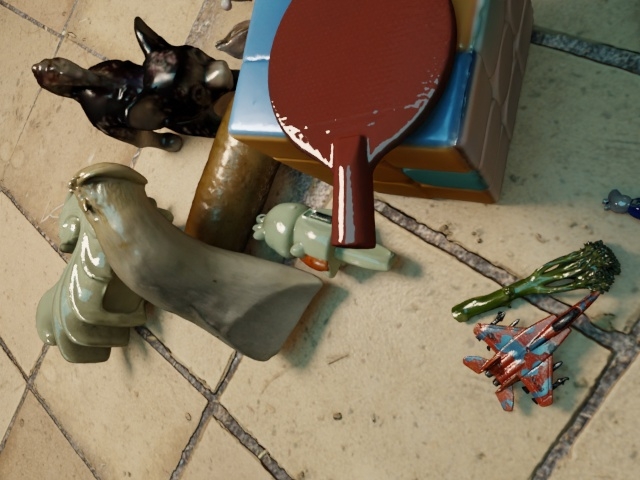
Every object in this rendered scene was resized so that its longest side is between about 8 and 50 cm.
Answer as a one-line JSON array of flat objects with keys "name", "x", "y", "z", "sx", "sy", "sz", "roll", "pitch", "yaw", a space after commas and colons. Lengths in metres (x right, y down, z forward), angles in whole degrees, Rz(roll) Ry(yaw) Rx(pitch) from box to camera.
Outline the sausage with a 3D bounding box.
[{"name": "sausage", "x": -0.138, "y": -0.114, "z": 0.820, "sx": 0.136, "sy": 0.123, "sz": 0.500, "roll": 38, "pitch": 110, "yaw": 34}]

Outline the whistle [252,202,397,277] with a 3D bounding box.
[{"name": "whistle", "x": 0.001, "y": -0.002, "z": 0.750, "sx": 0.253, "sy": 0.105, "sz": 0.101, "roll": 17, "pitch": 67, "yaw": 25}]

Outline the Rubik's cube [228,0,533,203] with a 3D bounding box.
[{"name": "Rubik's cube", "x": 0.098, "y": -0.226, "z": 0.622, "sx": 0.292, "sy": 0.291, "sz": 0.290, "roll": 9, "pitch": 87, "yaw": 30}]

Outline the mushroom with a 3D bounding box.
[{"name": "mushroom", "x": -0.209, "y": 0.033, "z": 0.730, "sx": 0.177, "sy": 0.397, "sz": 0.126, "roll": -56, "pitch": 17, "yaw": 12}]

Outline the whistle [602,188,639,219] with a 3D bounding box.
[{"name": "whistle", "x": 0.397, "y": -0.042, "z": 0.579, "sx": 0.083, "sy": 0.029, "sz": 0.033, "roll": 24, "pitch": 79, "yaw": 37}]

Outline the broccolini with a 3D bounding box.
[{"name": "broccolini", "x": 0.283, "y": 0.070, "z": 0.624, "sx": 0.216, "sy": 0.058, "sz": 0.067, "roll": -34, "pitch": 27, "yaw": 29}]

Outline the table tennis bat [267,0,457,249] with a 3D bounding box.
[{"name": "table tennis bat", "x": 0.032, "y": -0.146, "z": 0.459, "sx": 0.201, "sy": 0.038, "sz": 0.309, "roll": -4, "pitch": 81, "yaw": 29}]

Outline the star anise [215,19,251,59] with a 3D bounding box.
[{"name": "star anise", "x": -0.075, "y": -0.379, "z": 0.850, "sx": 0.172, "sy": 0.063, "sz": 0.208, "roll": 22, "pitch": 64, "yaw": 27}]

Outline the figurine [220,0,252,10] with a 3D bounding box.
[{"name": "figurine", "x": -0.101, "y": -0.554, "z": 0.871, "sx": 0.274, "sy": 0.194, "sz": 0.133, "roll": -37, "pitch": 85, "yaw": -22}]

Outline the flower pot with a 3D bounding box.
[{"name": "flower pot", "x": -0.454, "y": 0.069, "z": 0.967, "sx": 0.254, "sy": 0.165, "sz": 0.367, "roll": 20, "pitch": 93, "yaw": 36}]

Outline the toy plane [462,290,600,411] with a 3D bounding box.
[{"name": "toy plane", "x": 0.280, "y": 0.130, "z": 0.601, "sx": 0.189, "sy": 0.061, "sz": 0.130, "roll": -45, "pitch": 63, "yaw": 12}]

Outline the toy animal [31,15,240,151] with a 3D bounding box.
[{"name": "toy animal", "x": -0.306, "y": -0.274, "z": 0.854, "sx": 0.345, "sy": 0.303, "sz": 0.194, "roll": -1, "pitch": 85, "yaw": 30}]
